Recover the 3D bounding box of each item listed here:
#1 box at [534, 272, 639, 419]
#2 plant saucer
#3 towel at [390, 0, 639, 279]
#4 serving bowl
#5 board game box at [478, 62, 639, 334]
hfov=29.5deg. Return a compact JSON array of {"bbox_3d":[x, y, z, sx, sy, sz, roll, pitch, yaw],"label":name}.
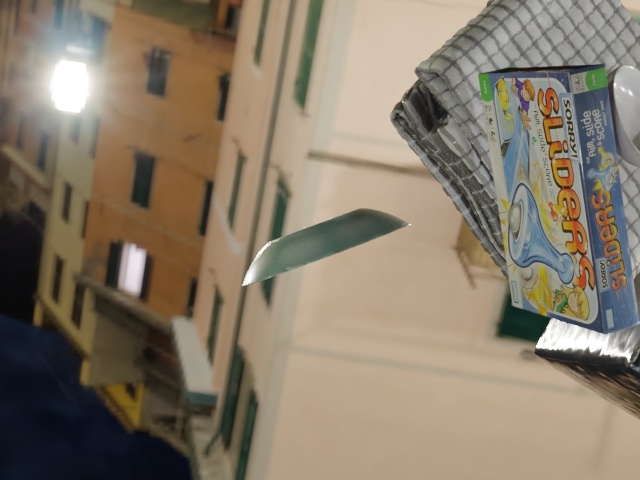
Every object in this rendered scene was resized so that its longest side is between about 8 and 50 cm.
[{"bbox_3d":[0.576,0.149,1.480,0.479,0.297,0.472,32,174,0],"label":"box"},{"bbox_3d":[0.000,0.000,1.312,0.194,0.038,0.195,-21,180,0],"label":"plant saucer"},{"bbox_3d":[0.220,-0.099,1.150,0.235,0.284,0.121,-44,-169,-25],"label":"towel"},{"bbox_3d":[0.238,-0.092,0.939,0.027,0.083,0.083,-22,173,39],"label":"serving bowl"},{"bbox_3d":[0.186,-0.036,0.958,0.035,0.201,0.136,-14,-169,-20],"label":"board game box"}]
